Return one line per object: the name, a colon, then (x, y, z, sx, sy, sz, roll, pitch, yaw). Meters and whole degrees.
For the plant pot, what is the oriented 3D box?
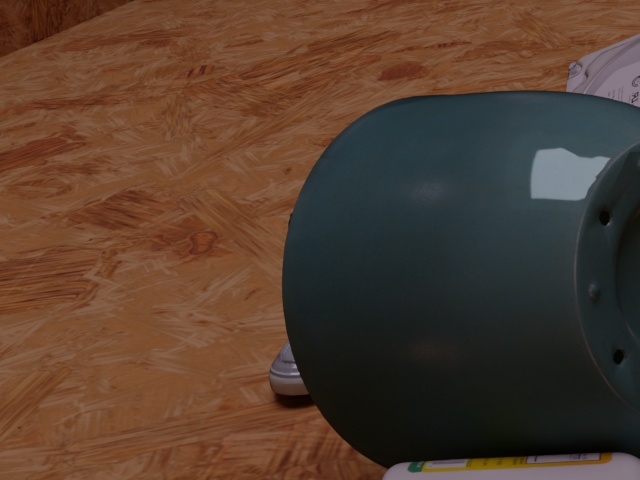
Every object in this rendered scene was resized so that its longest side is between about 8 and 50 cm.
plant pot: (0.157, 0.030, 0.912, 0.293, 0.293, 0.235, -24, 11, -32)

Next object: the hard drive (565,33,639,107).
hard drive: (0.406, -0.146, 1.362, 0.339, 0.064, 0.237, -18, 43, 35)

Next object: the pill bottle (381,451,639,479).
pill bottle: (0.146, 0.190, 0.808, 0.208, 0.118, 0.117, -6, 21, 13)

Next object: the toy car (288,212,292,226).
toy car: (0.000, 0.000, 1.529, 0.040, 0.060, 0.122, 28, 22, -31)

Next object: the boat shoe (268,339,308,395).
boat shoe: (0.020, 0.068, 1.244, 0.079, 0.081, 0.227, 4, 24, 33)
